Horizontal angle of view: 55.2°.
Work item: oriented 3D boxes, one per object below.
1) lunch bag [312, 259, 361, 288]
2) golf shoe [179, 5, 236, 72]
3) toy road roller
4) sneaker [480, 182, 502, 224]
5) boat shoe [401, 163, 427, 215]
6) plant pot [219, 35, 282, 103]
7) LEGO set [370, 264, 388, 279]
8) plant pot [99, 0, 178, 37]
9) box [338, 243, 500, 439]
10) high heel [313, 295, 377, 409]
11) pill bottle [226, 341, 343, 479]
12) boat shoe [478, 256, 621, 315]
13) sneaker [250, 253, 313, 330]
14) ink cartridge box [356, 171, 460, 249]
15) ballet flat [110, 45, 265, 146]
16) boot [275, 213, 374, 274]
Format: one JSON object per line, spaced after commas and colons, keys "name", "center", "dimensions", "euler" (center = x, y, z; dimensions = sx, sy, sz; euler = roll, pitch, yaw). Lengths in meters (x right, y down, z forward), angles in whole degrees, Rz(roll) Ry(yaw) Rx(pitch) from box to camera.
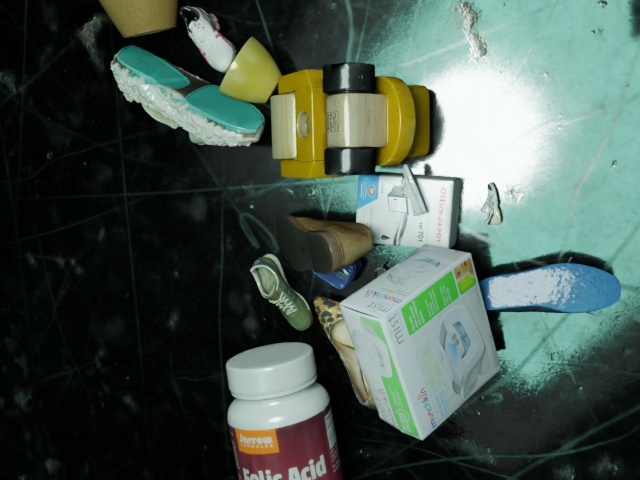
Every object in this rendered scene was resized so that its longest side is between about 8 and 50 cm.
{"name": "lunch bag", "center": [0.030, 0.053, 1.300], "dimensions": [0.098, 0.065, 0.067], "euler": [31, 107, 14]}
{"name": "golf shoe", "center": [-0.243, -0.424, 1.296], "dimensions": [0.067, 0.086, 0.186], "euler": [-47, 58, 26]}
{"name": "toy road roller", "center": [0.066, -0.226, 1.203], "dimensions": [0.329, 0.240, 0.203], "euler": [12, 106, 57]}
{"name": "sneaker", "center": [0.327, -0.070, 1.185], "dimensions": [0.036, 0.032, 0.083], "euler": [-8, 94, 22]}
{"name": "boat shoe", "center": [0.169, -0.094, 1.155], "dimensions": [0.035, 0.035, 0.100], "euler": [-21, 95, 19]}
{"name": "plant pot", "center": [-0.137, -0.342, 1.285], "dimensions": [0.095, 0.134, 0.134], "euler": [33, 109, -9]}
{"name": "LEGO set", "center": [0.133, 0.087, 1.292], "dimensions": [0.054, 0.023, 0.083], "euler": [26, 119, 18]}
{"name": "plant pot", "center": [-0.398, -0.576, 1.308], "dimensions": [0.237, 0.237, 0.255], "euler": [-5, 111, 22]}
{"name": "box", "center": [0.186, 0.178, 1.123], "dimensions": [0.126, 0.231, 0.262], "euler": [11, 126, 53]}
{"name": "high heel", "center": [0.057, 0.222, 1.248], "dimensions": [0.261, 0.186, 0.093], "euler": [44, 112, 10]}
{"name": "pill bottle", "center": [-0.075, 0.434, 1.310], "dimensions": [0.224, 0.224, 0.393], "euler": [-8, 95, 22]}
{"name": "boat shoe", "center": [0.419, 0.085, 1.146], "dimensions": [0.258, 0.089, 0.109], "euler": [1, 85, 26]}
{"name": "sneaker", "center": [-0.093, 0.122, 1.346], "dimensions": [0.064, 0.086, 0.192], "euler": [-33, 86, 22]}
{"name": "ink cartridge box", "center": [0.173, -0.061, 1.220], "dimensions": [0.190, 0.082, 0.140], "euler": [6, 100, 22]}
{"name": "ballet flat", "center": [-0.291, -0.295, 1.358], "dimensions": [0.408, 0.147, 0.147], "euler": [33, 108, 17]}
{"name": "boot", "center": [0.000, 0.000, 1.243], "dimensions": [0.305, 0.115, 0.112], "euler": [19, 122, 60]}
